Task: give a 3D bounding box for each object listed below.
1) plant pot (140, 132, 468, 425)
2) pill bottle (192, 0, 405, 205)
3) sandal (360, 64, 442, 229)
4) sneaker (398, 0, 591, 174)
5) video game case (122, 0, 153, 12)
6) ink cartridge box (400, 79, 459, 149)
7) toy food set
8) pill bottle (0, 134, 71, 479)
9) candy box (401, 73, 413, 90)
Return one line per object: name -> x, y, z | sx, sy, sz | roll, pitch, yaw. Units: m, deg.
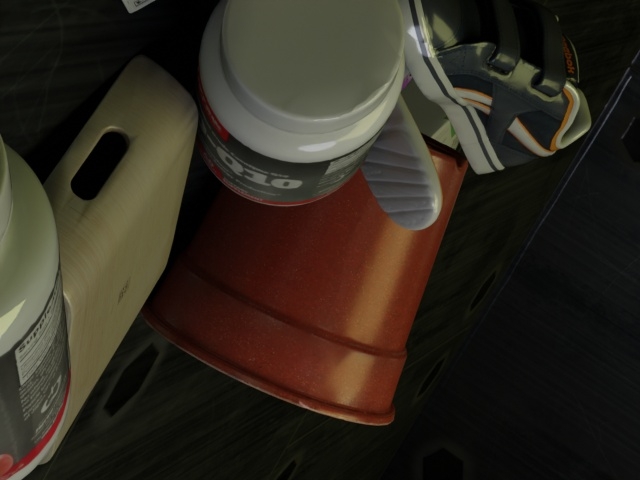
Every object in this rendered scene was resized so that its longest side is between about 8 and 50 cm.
plant pot -> 0.000, 0.000, 1.926 | 0.265, 0.272, 0.272 | -66, 166, 8
pill bottle -> -0.020, -0.129, 1.591 | 0.161, 0.161, 0.283 | -54, 178, -11
sandal -> 0.056, -0.133, 1.779 | 0.076, 0.265, 0.102 | -14, 166, -39
sneaker -> 0.151, -0.169, 1.742 | 0.127, 0.126, 0.321 | -15, 155, 15
video game case -> -0.113, -0.208, 1.426 | 0.087, 0.011, 0.122 | -29, 165, -1
ink cartridge box -> 0.086, -0.090, 2.333 | 0.160, 0.092, 0.219 | -44, 162, -40
toy food set -> -0.200, 0.021, 1.623 | 0.306, 0.092, 0.219 | 108, 9, -54
pill bottle -> -0.247, 0.033, 1.232 | 0.176, 0.176, 0.318 | -50, 166, -25
candy box -> 0.118, -0.270, 2.025 | 0.196, 0.070, 0.165 | -48, 166, -10
